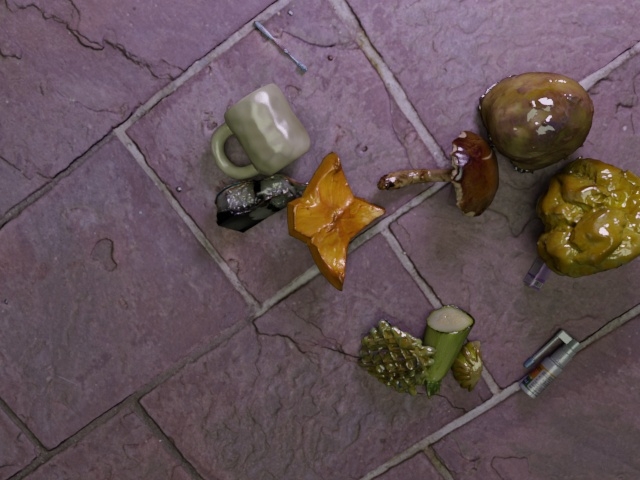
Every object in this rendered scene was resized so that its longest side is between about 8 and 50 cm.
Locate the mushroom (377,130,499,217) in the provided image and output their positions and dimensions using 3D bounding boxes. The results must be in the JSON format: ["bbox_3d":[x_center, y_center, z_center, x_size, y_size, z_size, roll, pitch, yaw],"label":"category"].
[{"bbox_3d":[0.347,-0.206,1.514,0.302,0.233,0.207,26,128,18],"label":"mushroom"}]

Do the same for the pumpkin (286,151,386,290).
[{"bbox_3d":[0.033,-0.053,1.516,0.258,0.095,0.290,41,71,-22],"label":"pumpkin"}]

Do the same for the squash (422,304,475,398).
[{"bbox_3d":[0.343,0.335,1.647,0.137,0.137,0.287,19,110,-3],"label":"squash"}]

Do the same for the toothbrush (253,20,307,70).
[{"bbox_3d":[-0.110,-0.533,1.507,0.193,0.019,0.013,42,100,-6],"label":"toothbrush"}]

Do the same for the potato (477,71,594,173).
[{"bbox_3d":[0.582,-0.315,1.410,0.289,0.237,0.301,-45,96,0],"label":"potato"}]

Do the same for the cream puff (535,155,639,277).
[{"bbox_3d":[0.706,-0.074,1.452,0.324,0.291,0.257,-34,93,-4],"label":"cream puff"}]

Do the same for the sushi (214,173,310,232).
[{"bbox_3d":[-0.167,-0.135,1.552,0.273,0.134,0.109,-29,73,14],"label":"sushi"}]

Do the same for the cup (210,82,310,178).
[{"bbox_3d":[-0.172,-0.271,1.479,0.255,0.173,0.202,-32,99,-3],"label":"cup"}]

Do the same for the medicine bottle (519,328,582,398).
[{"bbox_3d":[0.691,0.375,1.674,0.092,0.061,0.220,43,100,12],"label":"medicine bottle"}]

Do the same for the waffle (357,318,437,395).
[{"bbox_3d":[0.217,0.355,1.638,0.224,0.054,0.204,29,122,15],"label":"waffle"}]

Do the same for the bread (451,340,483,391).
[{"bbox_3d":[0.445,0.374,1.671,0.094,0.083,0.157,26,103,8],"label":"bread"}]

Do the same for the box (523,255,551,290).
[{"bbox_3d":[0.648,0.085,1.612,0.036,0.050,0.117,24,101,-12],"label":"box"}]
